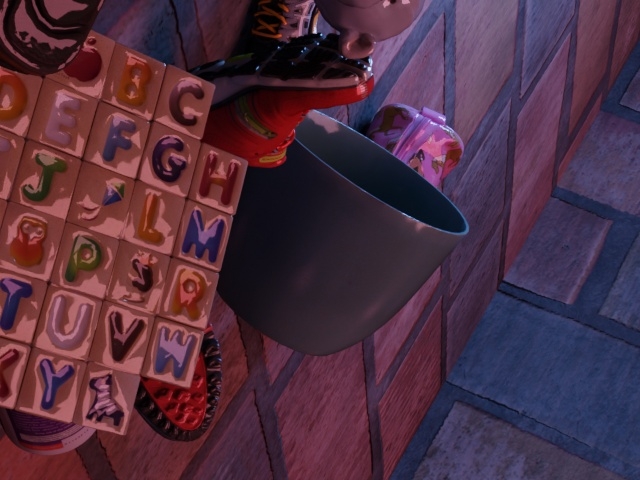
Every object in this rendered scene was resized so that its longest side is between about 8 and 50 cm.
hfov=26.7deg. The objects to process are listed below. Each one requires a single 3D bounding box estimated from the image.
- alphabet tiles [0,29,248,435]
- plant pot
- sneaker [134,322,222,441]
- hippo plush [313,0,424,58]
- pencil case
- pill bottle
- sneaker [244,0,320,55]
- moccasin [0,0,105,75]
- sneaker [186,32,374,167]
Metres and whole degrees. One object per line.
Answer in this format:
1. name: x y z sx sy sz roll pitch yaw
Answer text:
1. alphabet tiles: -0.204 -0.010 1.207 0.285 0.011 0.343 21 77 -36
2. plant pot: 0.000 0.000 1.694 0.235 0.293 0.293 -57 164 16
3. sneaker: -0.179 0.089 1.349 0.104 0.262 0.125 -24 161 -19
4. hippo plush: -0.019 -0.278 1.296 0.234 0.236 0.294 -38 166 -21
5. pencil case: 0.069 -0.027 2.017 0.160 0.167 0.386 49 60 -33
6. pill bottle: -0.278 0.118 1.321 0.108 0.108 0.193 -55 158 -32
7. sneaker: -0.041 -0.275 1.576 0.083 0.084 0.215 41 69 -56
8. moccasin: -0.177 -0.310 1.087 0.139 0.147 0.380 29 88 -50
9. sneaker: -0.049 -0.134 1.387 0.107 0.279 0.118 -44 119 -44
